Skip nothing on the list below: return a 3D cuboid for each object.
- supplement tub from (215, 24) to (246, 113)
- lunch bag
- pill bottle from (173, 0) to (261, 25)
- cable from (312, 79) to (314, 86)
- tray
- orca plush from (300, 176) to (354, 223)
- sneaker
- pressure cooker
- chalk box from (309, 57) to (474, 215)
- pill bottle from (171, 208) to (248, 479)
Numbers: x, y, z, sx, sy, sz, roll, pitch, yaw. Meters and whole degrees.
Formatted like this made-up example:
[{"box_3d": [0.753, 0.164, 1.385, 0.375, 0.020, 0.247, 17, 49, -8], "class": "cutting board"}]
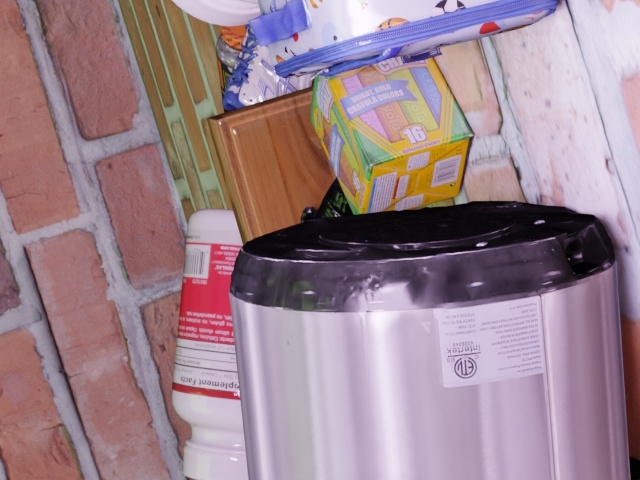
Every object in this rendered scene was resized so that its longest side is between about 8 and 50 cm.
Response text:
[{"box_3d": [-0.102, -0.264, 2.267, 0.190, 0.117, 0.117, 86, 161, -46], "class": "supplement tub"}, {"box_3d": [0.066, -0.221, 1.356, 0.303, 0.243, 0.115, -176, 69, -75], "class": "lunch bag"}, {"box_3d": [-0.037, -0.366, 1.468, 0.363, 0.210, 0.210, -33, 75, 58], "class": "pill bottle"}, {"box_3d": [-0.011, -0.231, 2.118, 0.150, 0.047, 0.185, 137, 117, -70], "class": "cable"}, {"box_3d": [0.000, 0.000, 2.008, 0.076, 0.202, 0.411, -159, 52, -72], "class": "tray"}, {"box_3d": [0.049, -0.009, 1.862, 0.151, 0.102, 0.287, 35, 126, -1], "class": "orca plush"}, {"box_3d": [-0.077, -0.234, 2.035, 0.112, 0.131, 0.297, -1, 101, 65], "class": "sneaker"}, {"box_3d": [0.102, 0.189, 1.358, 0.375, 0.369, 0.421, -22, -72, -64], "class": "pressure cooker"}, {"box_3d": [0.069, -0.151, 1.681, 0.132, 0.132, 0.213, 95, 153, -58], "class": "chalk box"}, {"box_3d": [-0.108, 0.163, 2.226, 0.229, 0.229, 0.408, 177, 98, -76], "class": "pill bottle"}]
